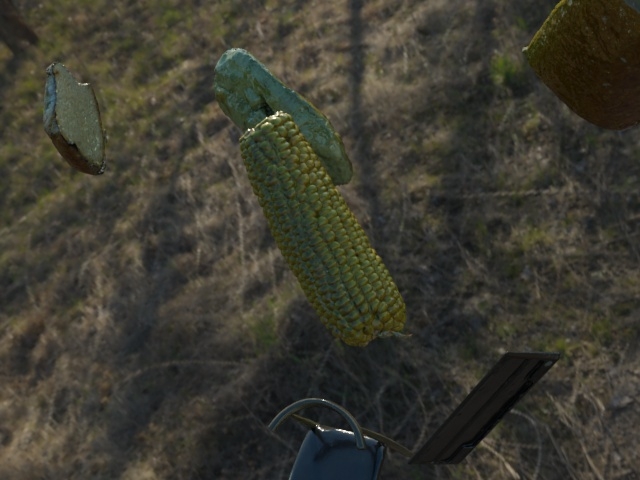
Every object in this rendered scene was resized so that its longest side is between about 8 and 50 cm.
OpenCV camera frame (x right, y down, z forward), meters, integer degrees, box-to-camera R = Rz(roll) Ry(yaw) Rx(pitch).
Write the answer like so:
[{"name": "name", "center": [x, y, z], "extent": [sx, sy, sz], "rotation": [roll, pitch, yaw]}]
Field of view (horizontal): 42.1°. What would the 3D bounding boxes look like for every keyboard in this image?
[{"name": "keyboard", "center": [0.151, 0.164, 0.790], "extent": [0.198, 0.063, 0.010], "rotation": [119, 147, -41]}]

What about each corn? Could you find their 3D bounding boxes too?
[{"name": "corn", "center": [0.000, 0.000, 0.974], "extent": [0.101, 0.310, 0.101], "rotation": [-32, 1, 1]}]

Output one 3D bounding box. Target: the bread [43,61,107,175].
[{"name": "bread", "center": [-0.314, -0.151, 1.039], "extent": [0.044, 0.126, 0.129], "rotation": [-10, 69, 9]}]

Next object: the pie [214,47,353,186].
[{"name": "pie", "center": [-0.052, -0.160, 1.185], "extent": [0.248, 0.201, 0.090], "rotation": [40, 81, 10]}]

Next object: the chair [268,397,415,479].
[{"name": "chair", "center": [0.032, 0.403, 1.471], "extent": [0.188, 0.272, 0.166], "rotation": [5, 62, 31]}]

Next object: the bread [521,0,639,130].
[{"name": "bread", "center": [0.272, -0.184, 0.735], "extent": [0.103, 0.132, 0.172], "rotation": [-40, -10, -17]}]
